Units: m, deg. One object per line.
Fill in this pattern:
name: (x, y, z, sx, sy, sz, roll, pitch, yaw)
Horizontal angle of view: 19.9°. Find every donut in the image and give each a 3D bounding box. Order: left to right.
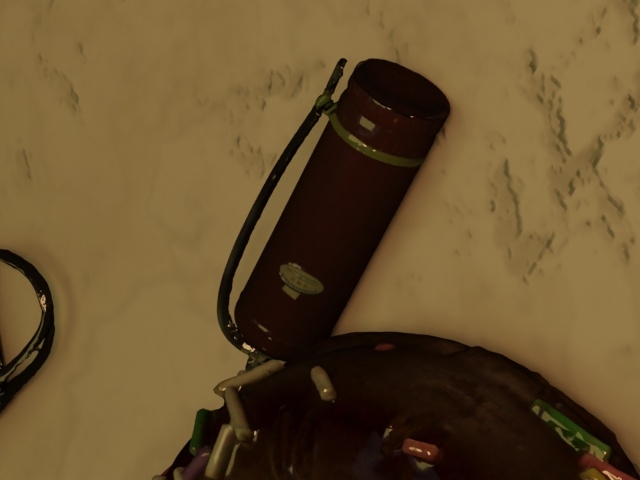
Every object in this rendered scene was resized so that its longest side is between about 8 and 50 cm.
donut: (0.026, 0.165, 0.711, 0.270, 0.103, 0.269, 3, 94, 42)

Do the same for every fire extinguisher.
fire extinguisher: (0.000, 0.000, 0.763, 0.064, 0.043, 0.158, 28, 117, 0)

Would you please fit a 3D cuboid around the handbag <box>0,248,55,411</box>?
handbag: (-0.188, 0.049, 0.945, 0.139, 0.072, 0.115, -18, 79, 30)
